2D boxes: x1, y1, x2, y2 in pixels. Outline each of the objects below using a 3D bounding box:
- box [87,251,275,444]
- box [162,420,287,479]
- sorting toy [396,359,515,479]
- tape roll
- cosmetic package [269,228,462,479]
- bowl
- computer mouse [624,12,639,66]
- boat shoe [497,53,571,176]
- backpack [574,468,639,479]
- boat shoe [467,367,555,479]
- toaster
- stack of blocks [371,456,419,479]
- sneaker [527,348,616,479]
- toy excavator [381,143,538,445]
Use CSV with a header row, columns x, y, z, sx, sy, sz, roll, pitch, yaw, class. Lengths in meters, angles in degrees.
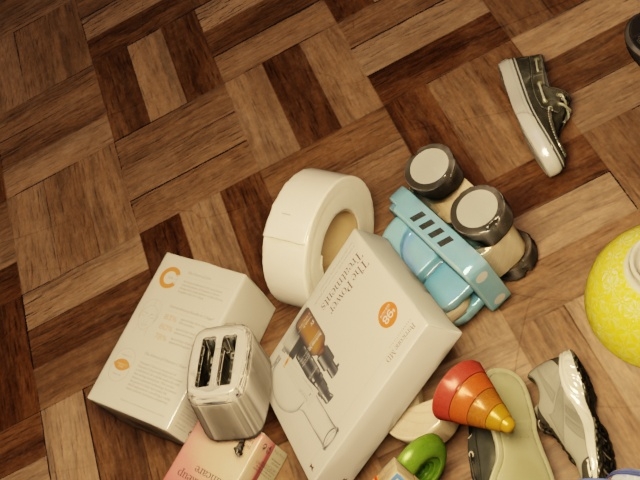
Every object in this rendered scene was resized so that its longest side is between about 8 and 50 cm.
x,y,z,sx,sy,sz,roll,pitch,yaw,class
-0.278,0.228,1.792,0.215,0.168,0.345,14,67,29,box
-0.195,0.457,1.640,0.148,0.127,0.232,19,68,30,box
0.210,0.384,1.443,0.126,0.127,0.366,32,95,41,sorting toy
0.000,0.000,1.747,0.100,0.286,0.286,14,66,29,tape roll
0.055,0.212,1.578,0.377,0.097,0.284,-58,41,20,cosmetic package
0.608,0.069,1.534,0.289,0.156,0.290,-11,56,16,bowl
0.734,-0.362,1.810,0.188,0.072,0.272,-30,66,0,computer mouse
0.468,-0.283,1.831,0.119,0.121,0.335,-21,52,14,boat shoe
0.464,0.463,1.285,0.263,0.277,0.213,13,38,18,backpack
0.311,0.394,1.485,0.127,0.113,0.340,5,54,-17,boat shoe
-0.170,0.262,1.592,0.129,0.146,0.227,-7,46,13,toaster
0.168,0.511,1.368,0.297,0.087,0.171,43,93,-1,stack of blocks
0.431,0.324,1.495,0.108,0.100,0.272,-24,48,20,sneaker
0.215,0.110,1.654,0.445,0.222,0.433,-45,52,3,toy excavator
